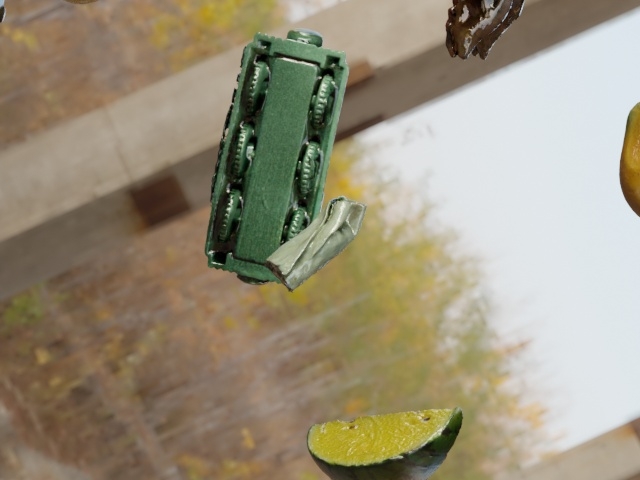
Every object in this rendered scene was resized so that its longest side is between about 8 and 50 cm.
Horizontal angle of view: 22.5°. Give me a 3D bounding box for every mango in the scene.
[{"bbox_3d":[0.449,-0.099,2.115,0.089,0.115,0.165,139,-37,-61],"label":"mango"}]

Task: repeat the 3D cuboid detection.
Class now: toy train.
[{"bbox_3d":[-0.051,-0.108,2.038,0.178,0.139,0.330,-54,157,-79],"label":"toy train"}]

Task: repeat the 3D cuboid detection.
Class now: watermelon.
[{"bbox_3d":[0.058,0.228,1.738,0.075,0.182,0.092,28,59,-59],"label":"watermelon"}]

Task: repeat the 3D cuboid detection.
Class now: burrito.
[{"bbox_3d":[-0.001,0.000,1.558,0.044,0.118,0.074,52,-13,-13],"label":"burrito"}]

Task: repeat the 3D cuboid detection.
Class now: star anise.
[{"bbox_3d":[0.204,-0.340,1.888,0.288,0.088,0.288,-46,143,-51],"label":"star anise"}]

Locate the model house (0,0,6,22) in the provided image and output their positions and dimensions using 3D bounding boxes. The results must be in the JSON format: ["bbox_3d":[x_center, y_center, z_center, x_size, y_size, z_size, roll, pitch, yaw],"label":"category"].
[{"bbox_3d":[-0.589,-0.347,2.324,0.219,0.229,0.199,94,3,-72],"label":"model house"}]

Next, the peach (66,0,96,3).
[{"bbox_3d":[-0.291,-0.391,2.070,0.103,0.179,0.179,30,4,-7],"label":"peach"}]
